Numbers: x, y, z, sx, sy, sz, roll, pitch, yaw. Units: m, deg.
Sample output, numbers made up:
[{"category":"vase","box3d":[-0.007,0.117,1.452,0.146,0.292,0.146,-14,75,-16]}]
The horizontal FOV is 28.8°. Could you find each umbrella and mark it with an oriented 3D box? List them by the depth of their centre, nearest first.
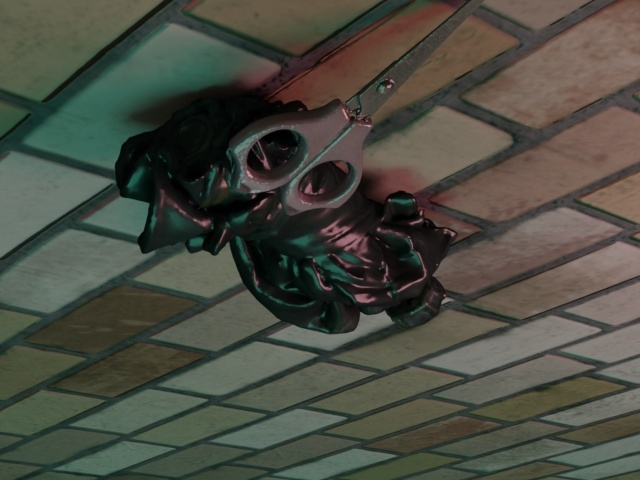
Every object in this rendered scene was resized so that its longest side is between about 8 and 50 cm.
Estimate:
[{"category":"umbrella","box3d":[0.002,0.001,0.915,0.143,0.094,0.349,-17,150,24]}]

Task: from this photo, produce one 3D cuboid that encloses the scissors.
[{"category":"scissors","box3d":[0.027,-0.084,0.748,0.189,0.015,0.100,-43,137,20]}]
